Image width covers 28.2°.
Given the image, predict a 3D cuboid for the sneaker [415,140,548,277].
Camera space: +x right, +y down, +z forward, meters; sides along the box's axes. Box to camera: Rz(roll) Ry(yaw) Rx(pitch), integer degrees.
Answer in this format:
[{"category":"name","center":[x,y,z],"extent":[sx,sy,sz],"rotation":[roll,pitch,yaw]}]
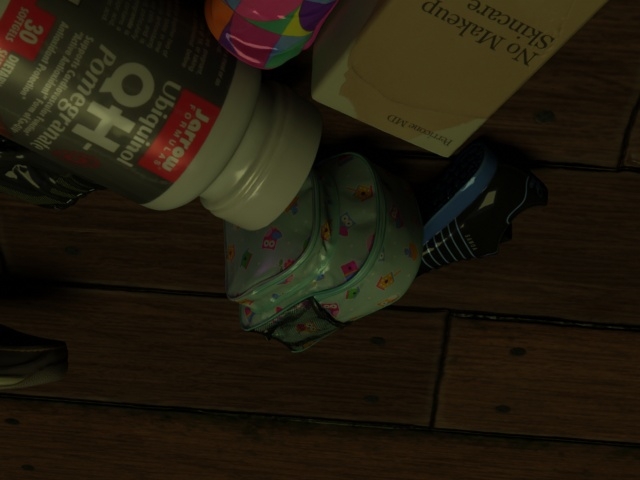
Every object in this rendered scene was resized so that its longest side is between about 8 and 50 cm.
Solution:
[{"category":"sneaker","center":[0.130,-0.004,1.283],"extent":[0.090,0.081,0.232],"rotation":[28,137,-18]}]

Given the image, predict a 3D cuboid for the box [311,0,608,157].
[{"category":"box","center":[0.128,-0.215,0.980],"extent":[0.148,0.121,0.311],"rotation":[20,140,-20]}]

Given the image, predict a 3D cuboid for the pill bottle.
[{"category":"pill bottle","center":[-0.162,-0.133,1.078],"extent":[0.318,0.176,0.176],"rotation":[27,137,-26]}]

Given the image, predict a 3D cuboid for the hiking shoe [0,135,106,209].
[{"category":"hiking shoe","center":[-0.244,-0.080,1.249],"extent":[0.226,0.086,0.114],"rotation":[4,156,11]}]

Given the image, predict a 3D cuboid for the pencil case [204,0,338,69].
[{"category":"pencil case","center":[-0.003,-0.236,0.984],"extent":[0.104,0.104,0.236],"rotation":[22,139,-20]}]

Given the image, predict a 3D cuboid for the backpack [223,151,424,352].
[{"category":"backpack","center":[0.000,0.000,1.236],"extent":[0.188,0.166,0.144],"rotation":[-21,145,26]}]

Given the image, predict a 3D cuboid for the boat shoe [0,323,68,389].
[{"category":"boat shoe","center":[-0.451,0.086,1.409],"extent":[0.355,0.130,0.132],"rotation":[9,-178,6]}]
